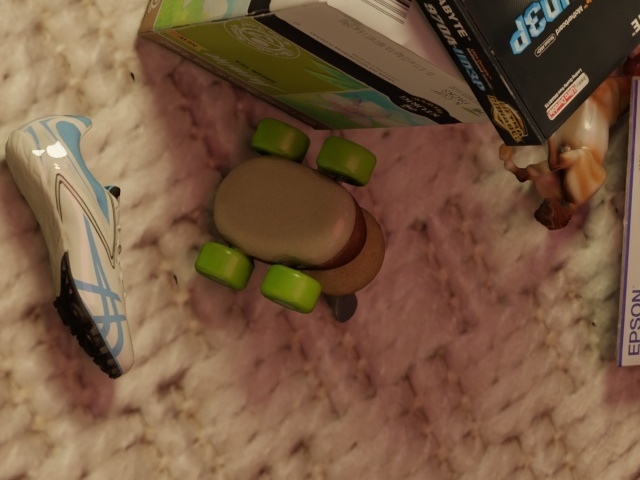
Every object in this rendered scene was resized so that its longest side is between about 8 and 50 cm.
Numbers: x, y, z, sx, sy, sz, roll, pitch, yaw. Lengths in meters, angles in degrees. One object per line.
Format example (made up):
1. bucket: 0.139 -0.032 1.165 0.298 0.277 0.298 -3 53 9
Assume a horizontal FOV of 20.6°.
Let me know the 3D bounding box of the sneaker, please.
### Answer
1. sneaker: -0.199 0.005 1.522 0.086 0.085 0.237 -22 103 -23

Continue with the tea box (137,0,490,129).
1. tea box: 0.051 -0.288 1.525 0.220 0.323 0.329 26 77 -29

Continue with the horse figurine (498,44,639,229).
1. horse figurine: 0.258 -0.113 1.785 0.174 0.066 0.263 43 59 -48

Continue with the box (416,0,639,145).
1. box: 0.183 -0.209 1.388 0.220 0.051 0.175 -44 114 -25

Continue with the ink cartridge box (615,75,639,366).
1. ink cartridge box: 0.425 -0.024 1.889 0.307 0.072 0.304 0 96 -29

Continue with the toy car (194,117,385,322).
1. toy car: 0.000 0.000 1.638 0.188 0.149 0.155 37 75 -56
